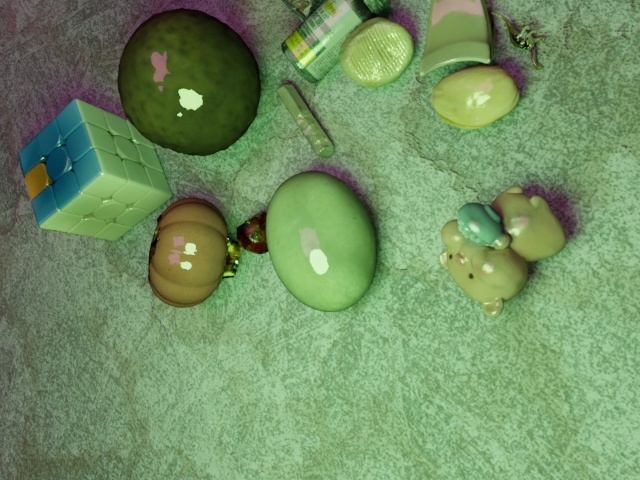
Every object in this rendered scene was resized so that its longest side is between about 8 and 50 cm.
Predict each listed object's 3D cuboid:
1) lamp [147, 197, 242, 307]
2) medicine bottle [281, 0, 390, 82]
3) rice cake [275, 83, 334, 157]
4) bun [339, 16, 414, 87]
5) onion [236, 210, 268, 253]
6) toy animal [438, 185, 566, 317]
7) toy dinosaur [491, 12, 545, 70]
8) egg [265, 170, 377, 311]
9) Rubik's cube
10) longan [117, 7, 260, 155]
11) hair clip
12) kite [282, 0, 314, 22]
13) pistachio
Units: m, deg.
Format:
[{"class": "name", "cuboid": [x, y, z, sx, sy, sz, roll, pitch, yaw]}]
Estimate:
[{"class": "lamp", "cuboid": [-0.343, 0.037, 1.472, 0.305, 0.240, 0.305, -168, 90, -73]}, {"class": "medicine bottle", "cuboid": [0.044, -0.564, 1.423, 0.293, 0.141, 0.141, -38, 67, 17]}, {"class": "rice cake", "cuboid": [-0.044, -0.332, 1.477, 0.256, 0.057, 0.052, 59, 135, 23]}, {"class": "bun", "cuboid": [0.143, -0.474, 1.363, 0.188, 0.111, 0.164, -35, 102, 16]}, {"class": "onion", "cuboid": [-0.168, -0.017, 1.464, 0.117, 0.118, 0.118, -29, 70, 9]}, {"class": "toy animal", "cuboid": [0.382, 0.007, 1.139, 0.221, 0.229, 0.210, -17, 35, -16]}, {"class": "toy dinosaur", "cuboid": [0.472, -0.477, 1.245, 0.058, 0.037, 0.180, -36, 68, 13]}, {"class": "egg", "cuboid": [0.000, 0.000, 1.291, 0.258, 0.258, 0.352, -19, 74, 24]}, {"class": "Rubik's cube", "cuboid": [-0.696, -0.204, 1.664, 0.292, 0.291, 0.290, -35, 68, 19]}, {"class": "longan", "cuboid": [-0.360, -0.426, 1.487, 0.391, 0.391, 0.391, -5, 80, 27]}, {"class": "hair clip", "cuboid": [0.331, -0.531, 1.295, 0.173, 0.113, 0.282, -4, 85, 29]}, {"class": "kite", "cuboid": [-0.017, -0.772, 1.513, 0.368, 0.014, 0.406, 2, 68, 41]}, {"class": "pistachio", "cuboid": [0.352, -0.330, 1.235, 0.201, 0.117, 0.145, 1, 70, 27]}]
